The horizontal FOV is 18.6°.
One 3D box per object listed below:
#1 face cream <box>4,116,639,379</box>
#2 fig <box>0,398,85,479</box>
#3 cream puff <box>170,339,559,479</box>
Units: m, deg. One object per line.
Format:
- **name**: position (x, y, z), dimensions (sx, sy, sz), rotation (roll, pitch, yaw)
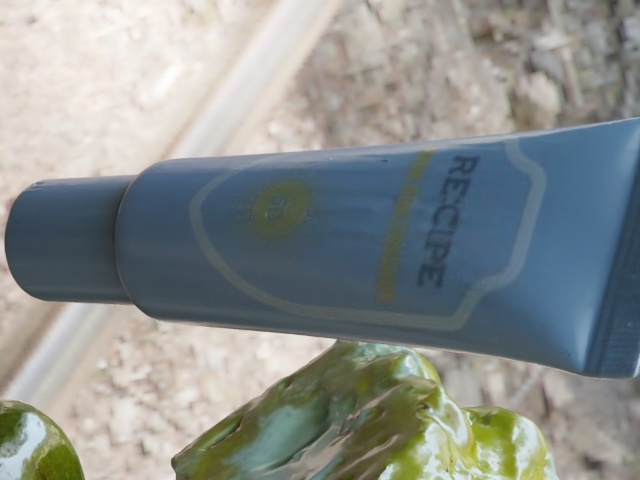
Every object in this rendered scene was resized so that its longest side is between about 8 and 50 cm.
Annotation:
- **face cream**: position (0.000, 0.000, 0.973), dimensions (0.086, 0.385, 0.135), rotation (43, 57, -44)
- **fig**: position (-0.256, 0.222, 1.593), dimensions (0.133, 0.127, 0.185), rotation (-71, 152, -57)
- **cream puff**: position (0.043, 0.266, 1.673), dimensions (0.275, 0.378, 0.378), rotation (60, 38, -22)
